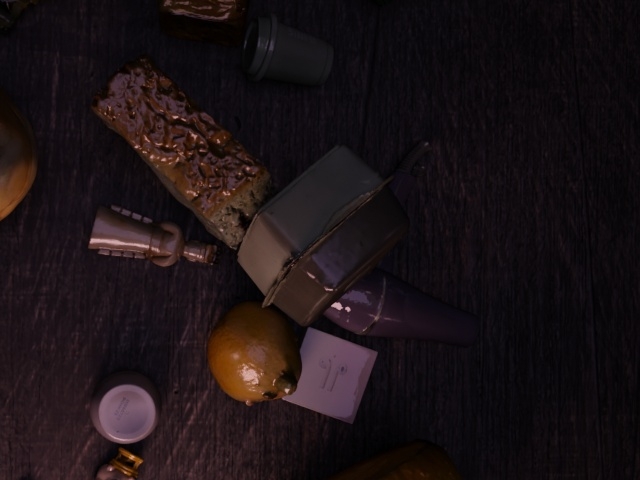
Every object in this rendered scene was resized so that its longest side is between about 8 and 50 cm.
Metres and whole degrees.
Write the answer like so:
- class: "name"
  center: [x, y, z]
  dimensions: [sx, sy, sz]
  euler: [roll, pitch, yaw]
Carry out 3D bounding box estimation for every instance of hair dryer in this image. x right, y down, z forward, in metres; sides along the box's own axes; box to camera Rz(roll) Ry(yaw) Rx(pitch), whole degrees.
- class: "hair dryer"
  center: [0.156, 0.000, 1.804]
  dimensions: [0.301, 0.121, 0.361]
  euler: [16, 80, -19]

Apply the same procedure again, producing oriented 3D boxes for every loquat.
- class: "loquat"
  center: [-0.102, 0.189, 1.695]
  dimensions: [0.149, 0.204, 0.172]
  euler: [-24, 133, -22]

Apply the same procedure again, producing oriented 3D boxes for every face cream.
- class: "face cream"
  center: [-0.314, 0.271, 1.691]
  dimensions: [0.117, 0.104, 0.117]
  euler: [0, 90, -11]

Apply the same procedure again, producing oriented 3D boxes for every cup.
- class: "cup"
  center: [-0.055, -0.316, 1.762]
  dimensions: [0.141, 0.120, 0.120]
  euler: [9, 87, -22]

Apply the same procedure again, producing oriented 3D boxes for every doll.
- class: "doll"
  center: [-0.337, 0.403, 1.694]
  dimensions: [0.073, 0.084, 0.127]
  euler: [30, 76, -8]

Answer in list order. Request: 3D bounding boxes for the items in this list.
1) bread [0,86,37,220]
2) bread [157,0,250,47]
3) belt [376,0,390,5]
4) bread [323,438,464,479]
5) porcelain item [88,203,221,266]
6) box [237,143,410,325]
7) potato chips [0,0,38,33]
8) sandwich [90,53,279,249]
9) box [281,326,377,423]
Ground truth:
- class: "bread"
  center: [-0.596, -0.207, 1.544]
  dimensions: [0.424, 0.245, 0.329]
  euler: [50, 55, -13]
- class: "bread"
  center: [-0.188, -0.409, 1.716]
  dimensions: [0.158, 0.149, 0.143]
  euler: [13, 83, -11]
- class: "belt"
  center: [0.143, -0.475, 1.797]
  dimensions: [0.151, 0.121, 0.079]
  euler: [-31, 90, -23]
- class: "bread"
  center: [0.080, 0.470, 1.641]
  dimensions: [0.398, 0.398, 0.215]
  euler: [-26, 86, -11]
- class: "porcelain item"
  center: [-0.272, 0.000, 1.733]
  dimensions: [0.213, 0.054, 0.084]
  euler: [13, 89, -10]
- class: "box"
  center: [0.000, 0.000, 1.580]
  dimensions: [0.220, 0.290, 0.166]
  euler: [-40, 84, -19]
- class: "potato chips"
  center: [-0.603, -0.526, 1.678]
  dimensions: [0.429, 0.070, 0.359]
  euler: [34, 80, -10]
- class: "sandwich"
  center: [-0.205, -0.132, 1.646]
  dimensions: [0.325, 0.262, 0.131]
  euler: [44, 85, -7]
- class: "box"
  center: [0.013, 0.228, 1.785]
  dimensions: [0.130, 0.051, 0.129]
  euler: [21, 85, -10]
